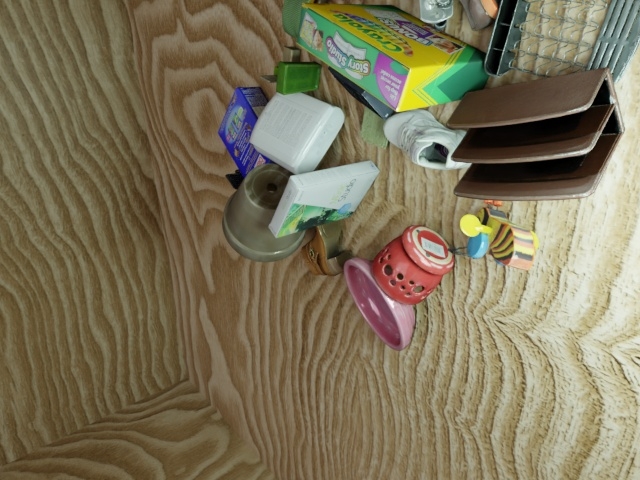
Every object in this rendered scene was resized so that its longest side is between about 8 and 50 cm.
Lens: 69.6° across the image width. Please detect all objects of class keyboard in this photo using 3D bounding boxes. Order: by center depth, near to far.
[{"bbox_3d":[-0.308,-0.266,1.911,0.108,0.180,0.023,55,131,19],"label":"keyboard"}]

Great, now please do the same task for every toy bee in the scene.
[{"bbox_3d":[0.412,-0.028,1.119,0.298,0.195,0.162,18,95,59],"label":"toy bee"}]

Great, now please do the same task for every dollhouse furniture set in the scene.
[{"bbox_3d":[-0.105,-0.657,1.495,0.197,0.151,0.301,38,133,36],"label":"dollhouse furniture set"}]

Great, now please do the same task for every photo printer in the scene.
[{"bbox_3d":[-0.097,-0.379,1.565,0.307,0.107,0.256,34,94,38],"label":"photo printer"}]

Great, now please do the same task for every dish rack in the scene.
[{"bbox_3d":[0.484,-0.414,0.919,0.271,0.074,0.208,35,132,38],"label":"dish rack"}]

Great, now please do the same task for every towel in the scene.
[{"bbox_3d":[0.171,-0.358,1.385,0.110,0.027,0.148,34,131,39],"label":"towel"}]

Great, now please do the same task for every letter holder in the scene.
[{"bbox_3d":[0.413,-0.203,0.950,0.302,0.214,0.152,8,145,51],"label":"letter holder"}]

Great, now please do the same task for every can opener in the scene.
[{"bbox_3d":[0.266,-0.649,1.087,0.076,0.095,0.283,-4,93,13],"label":"can opener"}]

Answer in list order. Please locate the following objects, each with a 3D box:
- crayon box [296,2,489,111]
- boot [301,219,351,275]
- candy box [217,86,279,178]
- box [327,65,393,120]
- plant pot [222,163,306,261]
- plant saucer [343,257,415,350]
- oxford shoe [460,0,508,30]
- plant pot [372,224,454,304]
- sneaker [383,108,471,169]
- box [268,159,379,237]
[{"bbox_3d":[0.174,-0.452,1.096,0.363,0.313,0.106,45,137,30],"label":"crayon box"},{"bbox_3d":[0.000,0.000,1.722,0.220,0.109,0.283,-17,100,58],"label":"boot"},{"bbox_3d":[-0.260,-0.402,1.838,0.317,0.122,0.268,61,141,15],"label":"candy box"},{"bbox_3d":[0.129,-0.437,1.274,0.093,0.156,0.158,-49,58,11],"label":"box"},{"bbox_3d":[-0.190,-0.121,1.652,0.323,0.323,0.280,58,158,17],"label":"plant pot"},{"bbox_3d":[0.196,0.193,1.484,0.332,0.084,0.332,55,165,23],"label":"plant saucer"},{"bbox_3d":[0.324,-0.605,1.022,0.098,0.097,0.271,-19,90,60],"label":"oxford shoe"},{"bbox_3d":[0.271,0.061,1.321,0.191,0.191,0.174,54,132,21],"label":"plant pot"},{"bbox_3d":[0.264,-0.266,1.203,0.305,0.152,0.114,33,132,42],"label":"sneaker"},{"bbox_3d":[0.011,-0.131,1.445,0.058,0.322,0.232,57,142,23],"label":"box"}]
